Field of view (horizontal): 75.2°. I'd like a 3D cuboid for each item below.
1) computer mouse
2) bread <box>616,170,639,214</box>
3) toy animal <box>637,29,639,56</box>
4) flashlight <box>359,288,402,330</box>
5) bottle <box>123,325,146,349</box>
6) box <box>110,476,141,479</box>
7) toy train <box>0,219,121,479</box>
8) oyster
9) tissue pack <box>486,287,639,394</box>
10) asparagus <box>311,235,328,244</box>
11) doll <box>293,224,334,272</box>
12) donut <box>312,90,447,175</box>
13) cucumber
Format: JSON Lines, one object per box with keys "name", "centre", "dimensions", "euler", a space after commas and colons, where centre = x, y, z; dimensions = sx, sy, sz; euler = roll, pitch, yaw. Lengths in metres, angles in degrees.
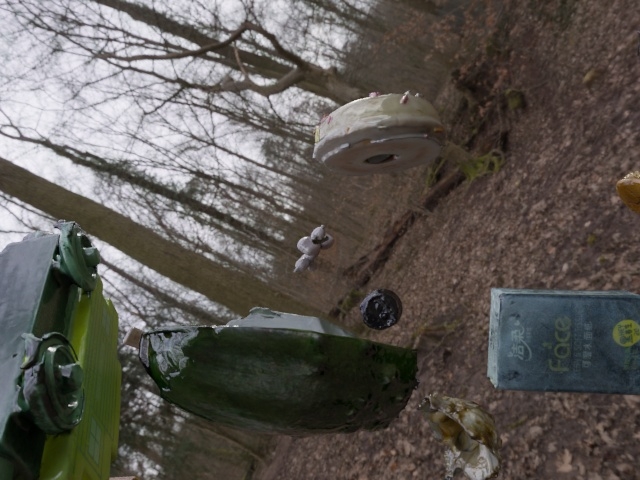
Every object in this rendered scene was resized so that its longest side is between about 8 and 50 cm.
{"name": "computer mouse", "centre": [-0.088, 0.312, 1.077], "dimensions": [0.145, 0.428, 0.228], "euler": [63, -144, -50]}
{"name": "bread", "centre": [0.500, -0.072, 0.636], "dimensions": [0.046, 0.081, 0.083], "euler": [-53, -37, -6]}
{"name": "toy animal", "centre": [0.757, -0.355, 0.751], "dimensions": [0.251, 0.310, 0.251], "euler": [-41, -17, -15]}
{"name": "flashlight", "centre": [0.124, 0.140, 0.832], "dimensions": [0.232, 0.092, 0.093], "euler": [40, -109, -80]}
{"name": "bottle", "centre": [-0.426, 0.248, 1.015], "dimensions": [0.045, 0.096, 0.045], "euler": [-47, 24, 29]}
{"name": "box", "centre": [-0.452, 0.601, 0.752], "dimensions": [0.260, 0.283, 0.214], "euler": [-89, -14, -45]}
{"name": "toy train", "centre": [-0.373, 0.172, 0.555], "dimensions": [0.442, 0.179, 0.273], "euler": [-122, 23, -51]}
{"name": "oyster", "centre": [0.309, 0.449, 0.914], "dimensions": [0.337, 0.133, 0.198], "euler": [79, 164, -46]}
{"name": "tissue pack", "centre": [0.455, 0.187, 0.784], "dimensions": [0.081, 0.256, 0.186], "euler": [-37, -53, -83]}
{"name": "asparagus", "centre": [0.000, 0.000, 1.011], "dimensions": [0.014, 0.015, 0.114], "euler": [-50, -8, 14]}
{"name": "doll", "centre": [-0.021, 0.024, 1.177], "dimensions": [0.161, 0.059, 0.160], "euler": [-56, -15, 13]}
{"name": "donut", "centre": [0.165, -0.294, 1.183], "dimensions": [0.382, 0.382, 0.143], "euler": [49, -144, -82]}
{"name": "cucumber", "centre": [-0.030, 0.161, 0.463], "dimensions": [0.145, 0.325, 0.105], "euler": [-27, 52, 44]}
